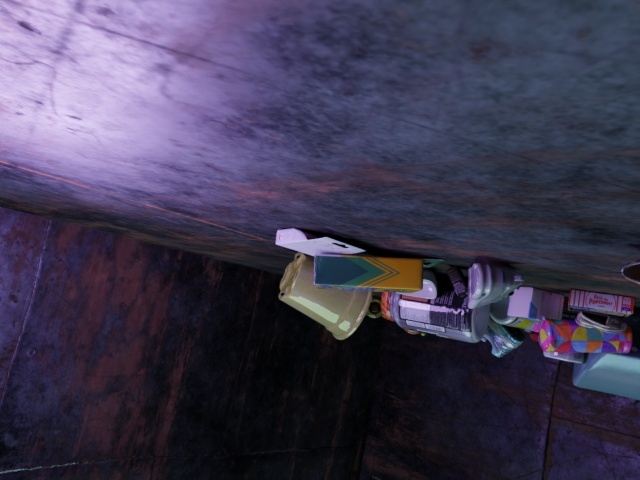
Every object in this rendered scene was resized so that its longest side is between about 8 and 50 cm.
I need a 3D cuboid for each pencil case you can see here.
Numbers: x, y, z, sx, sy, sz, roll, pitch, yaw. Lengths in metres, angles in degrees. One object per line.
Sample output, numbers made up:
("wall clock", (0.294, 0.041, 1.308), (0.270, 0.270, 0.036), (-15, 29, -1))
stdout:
("pencil case", (0.732, 0.264, 1.386), (0.237, 0.104, 0.104), (2, 171, 8))

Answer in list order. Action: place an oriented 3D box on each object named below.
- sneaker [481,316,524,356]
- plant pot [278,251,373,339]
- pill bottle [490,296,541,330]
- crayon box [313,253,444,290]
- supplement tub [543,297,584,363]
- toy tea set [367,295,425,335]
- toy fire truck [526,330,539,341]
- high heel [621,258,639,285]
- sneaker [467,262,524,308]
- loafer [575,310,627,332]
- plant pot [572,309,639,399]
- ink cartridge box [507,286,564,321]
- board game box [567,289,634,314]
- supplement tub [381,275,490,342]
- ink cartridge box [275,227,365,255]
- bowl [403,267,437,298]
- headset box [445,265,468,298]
("sneaker", (0.561, 0.277, 1.708), (0.110, 0.122, 0.283), (16, -151, -32))
("plant pot", (0.005, 0.165, 1.700), (0.254, 0.275, 0.276), (26, 168, -16))
("pill bottle", (0.661, 0.230, 1.621), (0.215, 0.117, 0.117), (16, 171, -30))
("crayon box", (0.147, 0.093, 1.323), (0.323, 0.083, 0.203), (2, 172, 2))
("supplement tub", (0.767, 0.278, 1.547), (0.117, 0.190, 0.117), (10, 172, 1))
("toy tea set", (0.270, 0.221, 1.848), (0.336, 0.199, 0.124), (16, 180, 3))
("toy fire truck", (0.819, 0.312, 1.923), (0.135, 0.191, 0.047), (-18, -169, -34))
("high heel", (0.514, 0.055, 0.617), (0.186, 0.093, 0.261), (3, 180, 11))
("sneaker", (0.414, 0.114, 1.186), (0.116, 0.105, 0.281), (2, 174, 13))
("loafer", (0.756, 0.217, 1.332), (0.125, 0.045, 0.039), (8, 134, 14))
("plant pot", (0.932, 0.325, 1.519), (0.248, 0.247, 0.252), (8, 155, 23))
("ink cartridge box", (0.652, 0.198, 1.490), (0.143, 0.092, 0.090), (15, 172, -20))
("board game box", (0.757, 0.175, 1.353), (0.147, 0.045, 0.193), (7, 171, 26))
("supplement tub", (0.371, 0.210, 1.614), (0.316, 0.193, 0.194), (7, 171, 35))
("ink cartridge box", (0.000, 0.000, 1.225), (0.179, 0.045, 0.146), (-10, 159, 44))
("bowl", (0.283, 0.120, 1.497), (0.142, 0.053, 0.142), (8, 152, 21))
("headset box", (0.366, 0.107, 1.317), (0.032, 0.083, 0.062), (-31, 155, 19))
